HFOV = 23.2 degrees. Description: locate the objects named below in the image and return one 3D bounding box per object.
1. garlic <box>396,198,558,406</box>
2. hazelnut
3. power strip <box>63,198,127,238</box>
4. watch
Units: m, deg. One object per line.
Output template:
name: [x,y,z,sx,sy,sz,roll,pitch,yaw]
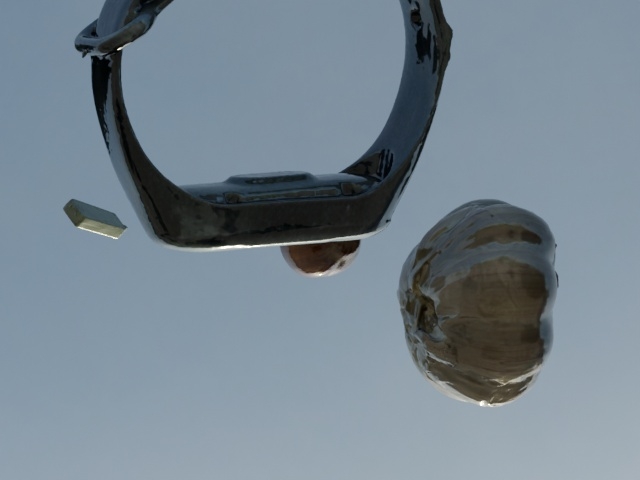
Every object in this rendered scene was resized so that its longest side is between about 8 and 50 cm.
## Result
garlic: [0.160,0.066,1.618,0.152,0.228,0.228,5,-59,-8]
hazelnut: [0.000,0.000,1.617,0.086,0.086,0.086,2,-60,3]
power strip: [-0.217,-0.020,1.510,0.017,0.027,0.083,-44,-29,13]
watch: [-0.030,-0.093,0.848,0.206,0.068,0.193,-4,-81,-25]
